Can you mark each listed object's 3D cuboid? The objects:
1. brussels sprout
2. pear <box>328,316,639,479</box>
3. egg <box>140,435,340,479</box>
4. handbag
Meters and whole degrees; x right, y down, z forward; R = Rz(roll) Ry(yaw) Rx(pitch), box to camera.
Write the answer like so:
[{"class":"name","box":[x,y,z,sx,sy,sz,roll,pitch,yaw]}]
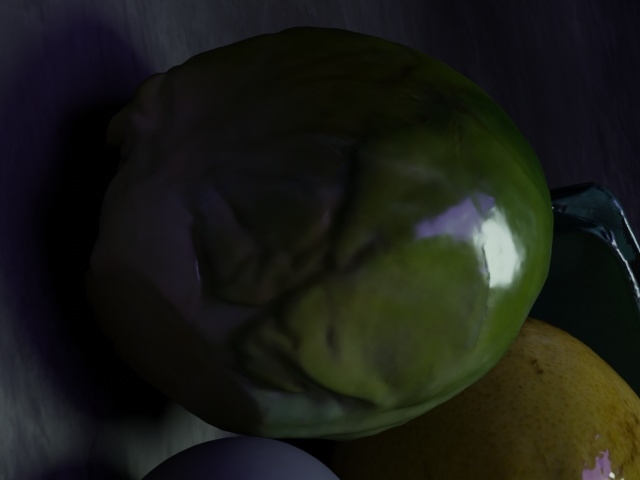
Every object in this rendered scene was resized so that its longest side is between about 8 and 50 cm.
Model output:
[{"class":"brussels sprout","box":[0.000,0.000,1.346,0.344,0.344,0.268,-75,169,-51]},{"class":"pear","box":[0.149,0.212,1.558,0.314,0.314,0.314,-13,90,-69]},{"class":"egg","box":[-0.052,0.212,1.214,0.232,0.176,0.176,-56,129,-67]},{"class":"handbag","box":[0.189,0.085,1.756,0.268,0.274,0.100,64,32,-22]}]
